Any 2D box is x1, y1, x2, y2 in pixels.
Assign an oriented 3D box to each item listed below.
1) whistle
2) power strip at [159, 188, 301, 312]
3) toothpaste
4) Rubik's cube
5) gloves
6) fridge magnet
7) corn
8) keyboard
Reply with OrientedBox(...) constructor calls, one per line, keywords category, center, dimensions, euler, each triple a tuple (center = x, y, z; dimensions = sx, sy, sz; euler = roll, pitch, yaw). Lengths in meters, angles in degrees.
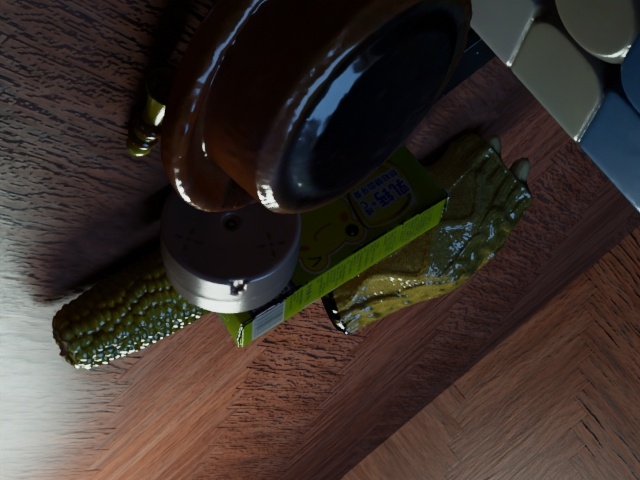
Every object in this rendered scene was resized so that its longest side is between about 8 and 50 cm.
OrientedBox(category="whistle", center=(-0.155, -0.121, 1.335), dimensions=(0.046, 0.057, 0.109), euler=(19, 148, -14))
OrientedBox(category="power strip", center=(-0.097, -0.005, 1.526), dimensions=(0.154, 0.154, 0.078), euler=(-31, 158, -19))
OrientedBox(category="toothpaste", center=(0.000, 0.000, 1.774), dimensions=(0.327, 0.110, 0.077), euler=(-32, 159, -18))
OrientedBox(category="Rubik's cube", center=(0.394, -0.294, 1.437), dimensions=(0.346, 0.347, 0.344), euler=(-27, 158, -27))
OrientedBox(category="gloves", center=(0.152, 0.000, 1.990), dimensions=(0.356, 0.155, 0.203), euler=(-42, 165, 2))
OrientedBox(category="fridge magnet", center=(0.004, -0.165, 1.296), dimensions=(0.363, 0.155, 0.363), euler=(-41, 160, -19))
OrientedBox(category="corn", center=(-0.159, 0.049, 1.613), dimensions=(0.310, 0.101, 0.101), euler=(-33, 161, -19))
OrientedBox(category="keyboard", center=(0.108, -0.168, 1.718), dimensions=(0.310, 0.018, 0.101), euler=(-38, 163, -1))
